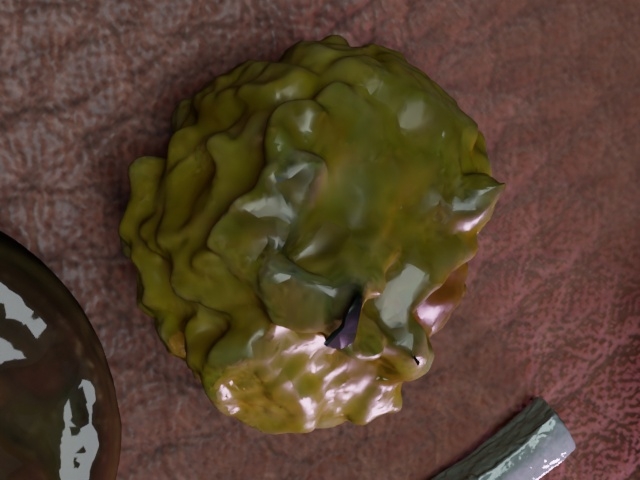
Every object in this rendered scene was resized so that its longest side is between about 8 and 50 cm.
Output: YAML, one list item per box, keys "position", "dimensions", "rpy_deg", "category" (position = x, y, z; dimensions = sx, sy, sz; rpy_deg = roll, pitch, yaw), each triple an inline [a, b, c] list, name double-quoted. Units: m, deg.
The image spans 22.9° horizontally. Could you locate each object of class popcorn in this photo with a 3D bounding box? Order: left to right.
- position: [0.000, -0.003, 0.975]
  dimensions: [0.249, 0.225, 0.249]
  rpy_deg: [-1, 94, -21]
  category: "popcorn"

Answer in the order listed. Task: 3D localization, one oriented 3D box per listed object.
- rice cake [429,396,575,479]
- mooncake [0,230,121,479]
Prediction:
- position: [0.075, 0.199, 1.121]
  dimensions: [0.245, 0.042, 0.045]
  rpy_deg: [-35, 119, -11]
  category: "rice cake"
- position: [-0.265, 0.115, 0.945]
  dimensions: [0.285, 0.155, 0.284]
  rpy_deg: [-2, 97, -17]
  category: "mooncake"
